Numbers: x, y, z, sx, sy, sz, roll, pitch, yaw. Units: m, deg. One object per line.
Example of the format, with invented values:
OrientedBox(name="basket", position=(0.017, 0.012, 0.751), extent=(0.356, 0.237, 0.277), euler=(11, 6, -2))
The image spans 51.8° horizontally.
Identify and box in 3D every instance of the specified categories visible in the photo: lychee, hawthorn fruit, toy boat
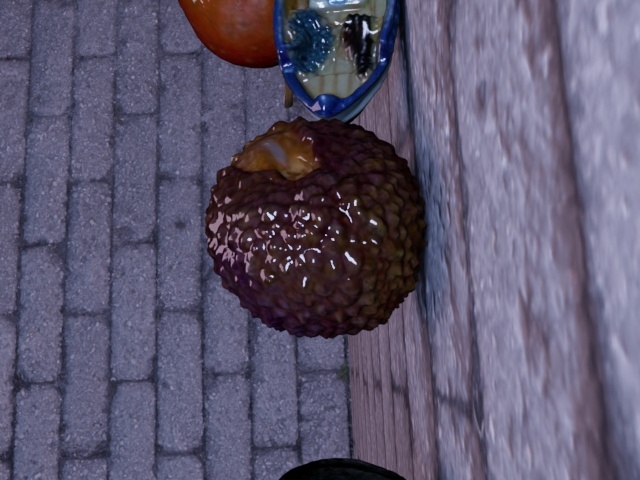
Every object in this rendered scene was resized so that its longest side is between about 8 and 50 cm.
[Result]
OrientedBox(name="lychee", position=(0.000, 0.000, 0.534), extent=(0.188, 0.188, 0.188), euler=(178, 90, -90))
OrientedBox(name="hawthorn fruit", position=(-0.059, -0.323, 0.802), extent=(0.287, 0.287, 0.330), euler=(-93, -5, -65))
OrientedBox(name="toy boat", position=(0.012, -0.218, 0.590), extent=(0.115, 0.114, 0.261), euler=(55, -146, -70))

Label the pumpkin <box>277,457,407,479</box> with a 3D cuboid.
OrientedBox(name="pumpkin", position=(0.016, 0.266, 0.458), extent=(0.220, 0.162, 0.220), euler=(2, -90, -87))
